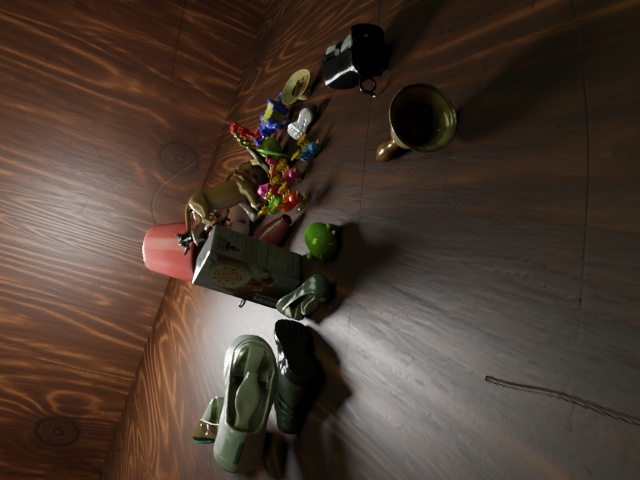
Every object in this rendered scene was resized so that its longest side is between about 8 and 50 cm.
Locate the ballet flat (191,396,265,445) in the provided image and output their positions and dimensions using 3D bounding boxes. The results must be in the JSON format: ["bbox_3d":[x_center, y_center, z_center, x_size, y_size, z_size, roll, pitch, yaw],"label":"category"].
[{"bbox_3d":[-0.236,0.457,1.352,0.342,0.116,0.124,-25,64,59],"label":"ballet flat"}]

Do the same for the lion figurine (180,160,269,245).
[{"bbox_3d":[-0.346,-0.149,1.922,0.240,0.391,0.142,59,155,26],"label":"lion figurine"}]

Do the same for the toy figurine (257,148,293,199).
[{"bbox_3d":[-0.160,-0.213,1.802,0.173,0.130,0.159,-65,-13,-84],"label":"toy figurine"}]

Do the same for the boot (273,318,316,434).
[{"bbox_3d":[-0.077,0.292,1.187,0.246,0.083,0.161,-110,34,-65],"label":"boot"}]

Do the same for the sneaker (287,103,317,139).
[{"bbox_3d":[-0.051,-0.388,1.762,0.065,0.061,0.158,-51,9,-34],"label":"sneaker"}]

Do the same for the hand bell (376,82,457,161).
[{"bbox_3d":[0.155,-0.198,1.048,0.242,0.126,0.126,148,139,-76],"label":"hand bell"}]

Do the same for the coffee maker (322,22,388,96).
[{"bbox_3d":[0.080,-0.445,1.381,0.178,0.120,0.171,0,73,68],"label":"coffee maker"}]

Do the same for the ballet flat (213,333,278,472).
[{"bbox_3d":[-0.156,0.322,1.217,0.139,0.139,0.400,-58,16,28],"label":"ballet flat"}]

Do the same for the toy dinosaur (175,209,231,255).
[{"bbox_3d":[-0.417,-0.037,2.014,0.218,0.164,0.322,-44,8,18],"label":"toy dinosaur"}]

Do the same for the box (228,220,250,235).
[{"bbox_3d":[-0.335,0.010,2.056,0.126,0.072,0.137,-26,48,61],"label":"box"}]

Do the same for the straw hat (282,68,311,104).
[{"bbox_3d":[-0.066,-0.523,1.881,0.144,0.061,0.145,-26,53,40],"label":"straw hat"}]

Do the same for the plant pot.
[{"bbox_3d":[-0.584,0.039,2.248,0.275,0.243,0.275,5,-90,-77],"label":"plant pot"}]

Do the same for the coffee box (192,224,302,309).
[{"bbox_3d":[-0.188,0.074,1.402,0.141,0.246,0.098,-52,26,38],"label":"coffee box"}]

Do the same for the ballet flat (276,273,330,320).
[{"bbox_3d":[-0.046,0.148,1.241,0.213,0.072,0.068,-44,37,48],"label":"ballet flat"}]

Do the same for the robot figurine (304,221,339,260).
[{"bbox_3d":[0.000,0.000,1.259,0.101,0.067,0.115,-56,25,14],"label":"robot figurine"}]

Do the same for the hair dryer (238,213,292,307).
[{"bbox_3d":[-0.167,0.052,1.594,0.294,0.080,0.223,-62,26,2],"label":"hair dryer"}]

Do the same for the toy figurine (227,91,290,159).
[{"bbox_3d":[-0.202,-0.455,1.998,0.217,0.191,0.362,-59,24,14],"label":"toy figurine"}]

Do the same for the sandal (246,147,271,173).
[{"bbox_3d":[-0.217,-0.276,1.930,0.049,0.072,0.180,-46,65,16],"label":"sandal"}]

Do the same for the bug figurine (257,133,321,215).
[{"bbox_3d":[-0.086,-0.172,1.589,0.216,0.072,0.279,-29,36,52],"label":"bug figurine"}]
